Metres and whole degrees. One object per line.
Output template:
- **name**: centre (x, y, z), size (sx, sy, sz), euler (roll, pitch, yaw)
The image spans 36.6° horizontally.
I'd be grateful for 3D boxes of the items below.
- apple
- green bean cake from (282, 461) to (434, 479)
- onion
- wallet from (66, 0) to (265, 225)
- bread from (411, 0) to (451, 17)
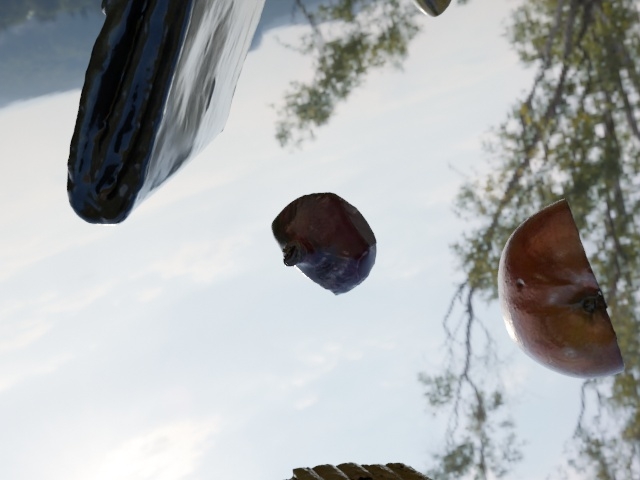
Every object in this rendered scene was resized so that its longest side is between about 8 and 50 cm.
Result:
- **apple**: centre (0.372, 0.096, 1.572), size (0.163, 0.293, 0.251), euler (-20, -175, 13)
- **green bean cake**: centre (0.051, 0.421, 1.289), size (0.224, 0.230, 0.131), euler (1, -179, -24)
- **onion**: centre (0.000, 0.000, 1.689), size (0.140, 0.195, 0.218), euler (-39, 166, 19)
- **wallet**: centre (-0.106, -0.163, 0.803), size (0.062, 0.228, 0.406), euler (17, -165, -1)
- **bread**: centre (0.165, -0.416, 1.559), size (0.056, 0.115, 0.082), euler (10, -112, 45)
